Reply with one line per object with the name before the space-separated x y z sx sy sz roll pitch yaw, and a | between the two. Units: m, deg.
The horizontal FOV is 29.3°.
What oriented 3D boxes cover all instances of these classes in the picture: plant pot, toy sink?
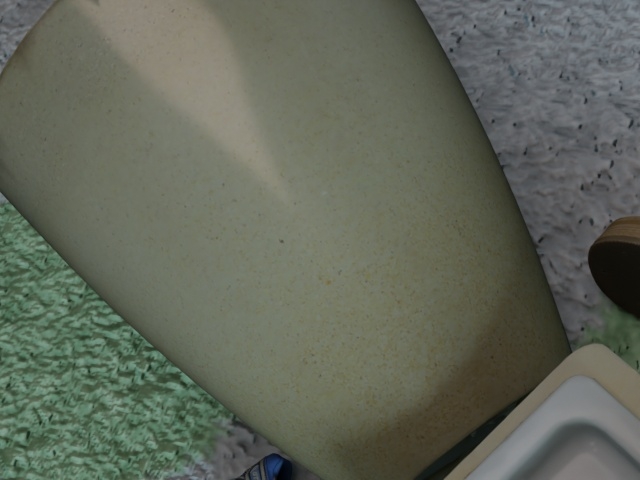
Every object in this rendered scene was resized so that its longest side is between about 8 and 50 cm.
plant pot | 0.000 0.000 0.657 0.256 0.256 0.274 -37 73 2
toy sink | 0.117 0.148 0.516 0.153 0.234 0.131 -45 57 -3

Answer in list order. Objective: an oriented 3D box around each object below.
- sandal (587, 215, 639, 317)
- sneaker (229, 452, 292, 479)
sandal | 0.257 0.021 0.614 0.240 0.088 0.079 22 55 40
sneaker | -0.002 0.166 0.666 0.058 0.052 0.135 -44 57 -8
